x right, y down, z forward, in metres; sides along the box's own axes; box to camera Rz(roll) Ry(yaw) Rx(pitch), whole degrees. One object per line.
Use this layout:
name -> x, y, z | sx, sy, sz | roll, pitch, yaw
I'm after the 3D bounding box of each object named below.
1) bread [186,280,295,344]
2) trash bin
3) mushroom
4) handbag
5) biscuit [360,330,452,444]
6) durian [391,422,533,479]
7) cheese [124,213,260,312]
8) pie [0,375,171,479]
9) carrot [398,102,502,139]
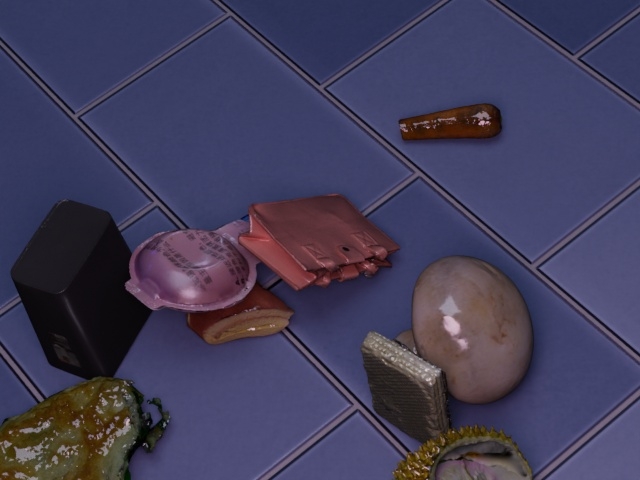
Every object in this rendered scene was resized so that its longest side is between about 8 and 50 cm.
bread -> -0.142, 0.090, 2.057 | 0.192, 0.067, 0.119 | 35, 67, 29
trash bin -> -0.338, 0.071, 2.007 | 0.115, 0.225, 0.165 | 18, 59, 20
mushroom -> 0.196, 0.135, 1.921 | 0.206, 0.209, 0.206 | 14, 44, -14
handbag -> 0.000, 0.000, 2.038 | 0.212, 0.059, 0.157 | -11, 43, -47
biscuit -> 0.114, 0.202, 1.853 | 0.121, 0.199, 0.040 | 31, 66, 27
durian -> 0.182, 0.340, 1.793 | 0.237, 0.138, 0.193 | 24, 61, -25
cheese -> -0.155, 0.027, 2.020 | 0.189, 0.074, 0.286 | 34, 43, 27
pie -> -0.347, 0.352, 1.901 | 0.297, 0.078, 0.371 | -9, 52, 3
carrot -> 0.205, -0.182, 2.207 | 0.162, 0.055, 0.055 | -5, 54, 15
